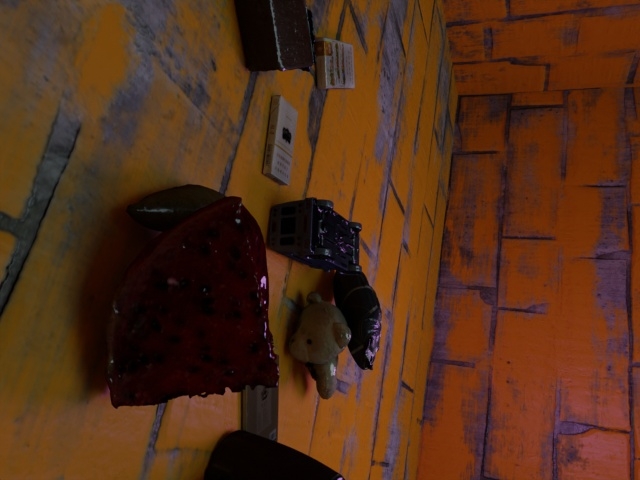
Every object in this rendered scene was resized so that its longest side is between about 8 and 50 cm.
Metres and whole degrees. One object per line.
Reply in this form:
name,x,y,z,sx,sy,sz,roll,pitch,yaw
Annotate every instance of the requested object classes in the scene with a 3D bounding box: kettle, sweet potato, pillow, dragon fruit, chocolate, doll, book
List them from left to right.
sweet potato,-0.176,-0.022,0.837,0.108,0.079,0.346,-54,153,-7
dragon fruit,-0.138,0.118,0.752,0.240,0.302,0.330,51,3,11
book,-0.122,0.349,1.087,0.138,0.016,0.199,-12,104,-67
chocolate,-0.096,-0.453,0.941,0.112,0.111,0.321,-44,134,-49
kettle,-0.077,0.424,0.906,0.202,0.232,0.144,34,64,-57
doll,-0.005,0.270,1.267,0.149,0.175,0.278,-26,135,-23
pillow,0.089,0.175,1.342,0.335,0.092,0.162,-108,-160,-56

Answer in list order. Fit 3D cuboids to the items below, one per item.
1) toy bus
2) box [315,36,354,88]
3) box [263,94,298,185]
toy bus,0.000,0.000,1.196,0.292,0.133,0.126,28,61,-63
box,0.041,-0.455,1.369,0.220,0.032,0.122,-35,125,-63
box,-0.082,-0.207,1.106,0.090,0.024,0.167,27,68,-67
